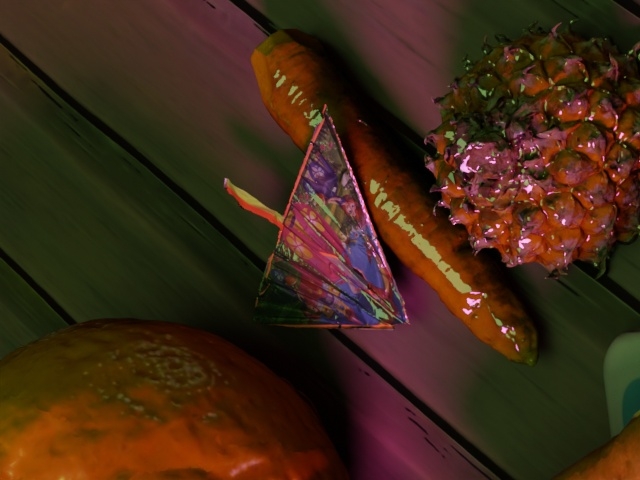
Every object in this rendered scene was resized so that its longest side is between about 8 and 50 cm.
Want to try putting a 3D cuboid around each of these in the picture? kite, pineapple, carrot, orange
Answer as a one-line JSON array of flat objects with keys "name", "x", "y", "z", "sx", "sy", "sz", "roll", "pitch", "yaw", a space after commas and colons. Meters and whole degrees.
[{"name": "kite", "x": 0.000, "y": 0.000, "z": 1.095, "sx": 0.183, "sy": 0.014, "sz": 0.241, "roll": 35, "pitch": 138, "yaw": 20}, {"name": "pineapple", "x": 0.134, "y": -0.060, "z": 0.969, "sx": 0.161, "sy": 0.137, "sz": 0.176, "roll": 24, "pitch": 107, "yaw": 30}, {"name": "carrot", "x": 0.055, "y": -0.029, "z": 1.074, "sx": 0.066, "sy": 0.066, "sz": 0.314, "roll": -47, "pitch": 72, "yaw": 28}, {"name": "orange", "x": -0.145, "y": 0.223, "z": 1.081, "sx": 0.341, "sy": 0.293, "sz": 0.340, "roll": -4, "pitch": 82, "yaw": 36}]

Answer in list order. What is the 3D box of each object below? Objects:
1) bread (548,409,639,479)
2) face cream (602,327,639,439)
[{"name": "bread", "x": 0.180, "y": 0.208, "z": 0.888, "sx": 0.288, "sy": 0.119, "sz": 0.152, "roll": -45, "pitch": 60, "yaw": 41}, {"name": "face cream", "x": 0.272, "y": 0.219, "z": 0.938, "sx": 0.163, "sy": 0.080, "sz": 0.336, "roll": -6, "pitch": 91, "yaw": 39}]
